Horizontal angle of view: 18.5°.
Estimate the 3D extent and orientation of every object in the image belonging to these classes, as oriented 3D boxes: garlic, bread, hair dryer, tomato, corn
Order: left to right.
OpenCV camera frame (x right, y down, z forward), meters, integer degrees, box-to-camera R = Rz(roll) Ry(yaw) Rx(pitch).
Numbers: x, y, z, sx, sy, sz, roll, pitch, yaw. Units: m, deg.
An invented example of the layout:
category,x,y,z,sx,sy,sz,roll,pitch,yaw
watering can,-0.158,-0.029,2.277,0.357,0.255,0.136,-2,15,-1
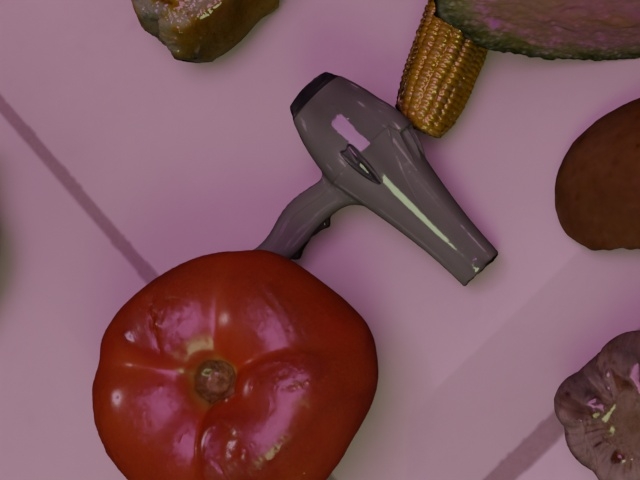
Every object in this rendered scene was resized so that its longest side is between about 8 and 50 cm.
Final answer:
category,x,y,z,sx,sy,sz,roll,pitch,yaw
bread,-0.108,-0.225,1.867,0.156,0.103,0.110,4,75,26
tomato,-0.073,0.130,1.740,0.260,0.180,0.260,-3,78,15
hair dryer,0.036,0.007,1.797,0.229,0.092,0.267,30,110,11
corn,0.124,-0.193,1.803,0.072,0.072,0.203,18,87,21
garlic,0.284,0.147,1.664,0.159,0.102,0.147,-13,89,27

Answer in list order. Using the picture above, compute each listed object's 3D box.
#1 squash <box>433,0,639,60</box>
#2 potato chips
category,x,y,z,sx,sy,sz,roll,pitch,yaw
squash,0.241,-0.349,1.690,0.310,0.310,0.309,-7,69,17
potato chips,0.293,-0.068,1.712,0.202,0.049,0.150,-6,69,29
